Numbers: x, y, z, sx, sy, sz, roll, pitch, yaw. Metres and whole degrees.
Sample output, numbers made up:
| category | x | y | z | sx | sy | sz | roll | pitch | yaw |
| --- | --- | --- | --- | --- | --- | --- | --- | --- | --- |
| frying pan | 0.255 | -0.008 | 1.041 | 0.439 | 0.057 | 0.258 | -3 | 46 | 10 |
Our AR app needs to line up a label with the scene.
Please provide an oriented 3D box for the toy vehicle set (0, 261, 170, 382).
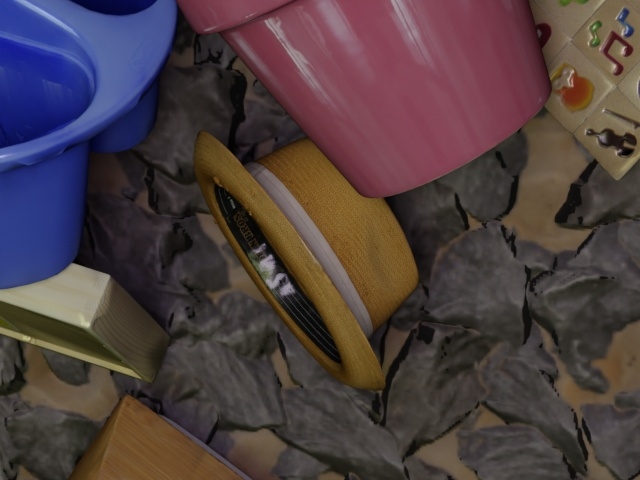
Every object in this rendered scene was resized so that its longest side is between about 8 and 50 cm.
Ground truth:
| category | x | y | z | sx | sy | sz | roll | pitch | yaw |
| --- | --- | --- | --- | --- | --- | --- | --- | --- | --- |
| toy vehicle set | -0.241 | 0.021 | 1.151 | 0.266 | 0.166 | 0.035 | 17 | 77 | 12 |

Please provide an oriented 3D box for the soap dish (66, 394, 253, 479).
| category | x | y | z | sx | sy | sz | roll | pitch | yaw |
| --- | --- | --- | --- | --- | --- | --- | --- | --- | --- |
| soap dish | -0.081 | 0.280 | 1.199 | 0.291 | 0.118 | 0.229 | 37 | 113 | 3 |

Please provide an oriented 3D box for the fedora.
| category | x | y | z | sx | sy | sz | roll | pitch | yaw |
| --- | --- | --- | --- | --- | --- | --- | --- | --- | --- |
| fedora | 0.000 | 0.000 | 1.092 | 0.079 | 0.194 | 0.194 | -35 | 94 | -11 |

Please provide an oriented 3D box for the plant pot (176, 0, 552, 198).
| category | x | y | z | sx | sy | sz | roll | pitch | yaw |
| --- | --- | --- | --- | --- | --- | --- | --- | --- | --- |
| plant pot | 0.034 | -0.133 | 1.002 | 0.201 | 0.201 | 0.180 | -25 | 104 | 22 |

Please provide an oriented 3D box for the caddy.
| category | x | y | z | sx | sy | sz | roll | pitch | yaw |
| --- | --- | --- | --- | --- | --- | --- | --- | --- | --- |
| caddy | -0.249 | -0.122 | 1.046 | 0.341 | 0.241 | 0.179 | 16 | 142 | 12 |

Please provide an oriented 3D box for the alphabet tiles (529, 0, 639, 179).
| category | x | y | z | sx | sy | sz | roll | pitch | yaw |
| --- | --- | --- | --- | --- | --- | --- | --- | --- | --- |
| alphabet tiles | 0.209 | -0.158 | 1.008 | 0.198 | 0.009 | 0.237 | 49 | 115 | 18 |
